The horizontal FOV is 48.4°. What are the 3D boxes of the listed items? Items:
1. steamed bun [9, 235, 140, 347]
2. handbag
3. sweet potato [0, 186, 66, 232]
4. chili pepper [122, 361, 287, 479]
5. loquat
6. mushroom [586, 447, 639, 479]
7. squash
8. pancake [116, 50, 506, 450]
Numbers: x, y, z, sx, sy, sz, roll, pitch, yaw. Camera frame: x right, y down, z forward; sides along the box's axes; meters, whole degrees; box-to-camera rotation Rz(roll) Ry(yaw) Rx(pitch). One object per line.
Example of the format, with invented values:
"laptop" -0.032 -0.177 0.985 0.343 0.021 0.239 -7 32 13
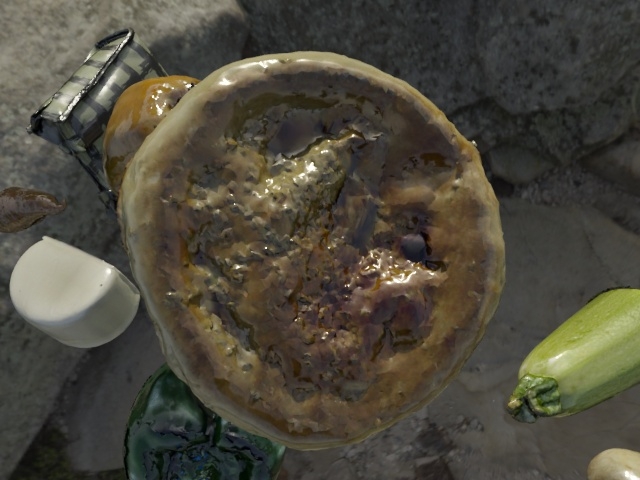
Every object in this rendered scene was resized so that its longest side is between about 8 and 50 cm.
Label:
"steamed bun" -0.489 0.111 1.389 0.242 0.146 0.164 19 67 28
"handbag" -0.429 -0.241 1.563 0.163 0.325 0.327 -11 39 34
"sweet potato" -0.391 -0.041 0.926 0.206 0.068 0.059 -4 93 41
"chili pepper" -0.189 0.317 1.152 0.249 0.256 0.233 21 114 -9
"loquat" -0.195 -0.123 0.960 0.187 0.234 0.176 16 48 -14
"mushroom" 0.558 0.446 1.265 0.166 0.166 0.127 21 108 17
"squash" 0.312 0.147 0.875 0.288 0.137 0.137 -19 71 -23
"pancake" -0.001 0.000 0.623 0.356 0.065 0.356 1 84 -10
